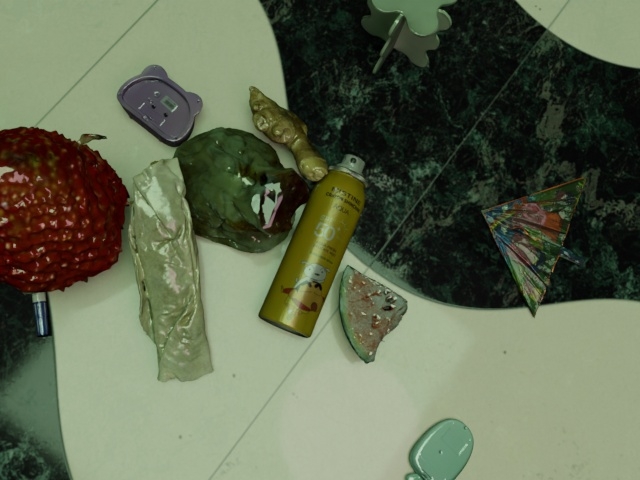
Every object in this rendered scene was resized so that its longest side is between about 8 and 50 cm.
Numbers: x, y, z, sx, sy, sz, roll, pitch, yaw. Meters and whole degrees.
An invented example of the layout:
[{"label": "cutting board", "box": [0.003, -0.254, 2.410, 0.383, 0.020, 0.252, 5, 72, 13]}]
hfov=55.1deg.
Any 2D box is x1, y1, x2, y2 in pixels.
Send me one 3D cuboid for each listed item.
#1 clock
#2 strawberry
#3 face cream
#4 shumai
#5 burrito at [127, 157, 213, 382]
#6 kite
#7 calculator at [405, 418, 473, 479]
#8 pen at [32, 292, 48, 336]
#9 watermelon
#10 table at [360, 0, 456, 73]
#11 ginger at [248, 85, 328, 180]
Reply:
[{"label": "clock", "box": [-0.302, -0.256, 1.176, 0.152, 0.050, 0.110, 38, 77, 1]}, {"label": "strawberry", "box": [-0.426, -0.066, 0.970, 0.292, 0.343, 0.292, 11, 68, -27]}, {"label": "face cream", "box": [0.000, 0.000, 1.136, 0.105, 0.105, 0.349, 24, 77, -2]}, {"label": "shumai", "box": [-0.151, -0.110, 1.092, 0.271, 0.204, 0.222, 26, 76, 3]}, {"label": "burrito", "box": [-0.267, 0.056, 1.070, 0.117, 0.076, 0.392, -10, 97, -22]}, {"label": "kite", "box": [0.430, -0.015, 1.239, 0.233, 0.016, 0.321, 25, 76, 0]}, {"label": "calculator", "box": [0.218, 0.397, 1.128, 0.095, 0.021, 0.153, 45, 74, 3]}, {"label": "pen", "box": [-0.508, 0.071, 1.102, 0.025, 0.025, 0.204, -9, 81, -9]}, {"label": "watermelon", "box": [0.096, 0.137, 1.144, 0.139, 0.071, 0.187, -4, 71, -15]}, {"label": "table", "box": [0.159, -0.421, 1.189, 0.166, 0.198, 0.167, 1, 79, -6]}, {"label": "ginger", "box": [-0.062, -0.191, 1.143, 0.059, 0.133, 0.214, -43, 54, 22]}]
